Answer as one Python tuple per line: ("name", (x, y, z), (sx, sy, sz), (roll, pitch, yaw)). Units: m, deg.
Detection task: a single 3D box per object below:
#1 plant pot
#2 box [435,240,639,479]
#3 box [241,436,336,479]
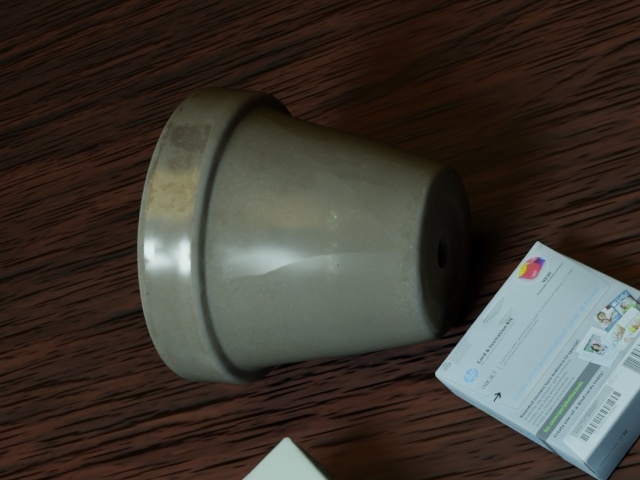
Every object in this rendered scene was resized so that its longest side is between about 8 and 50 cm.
("plant pot", (0.000, 0.000, 1.688), (0.229, 0.263, 0.263), (3, 57, 23))
("box", (0.198, 0.093, 1.575), (0.145, 0.038, 0.186), (-52, 41, -9))
("box", (0.023, 0.277, 1.524), (0.113, 0.094, 0.275), (-45, 39, -1))
